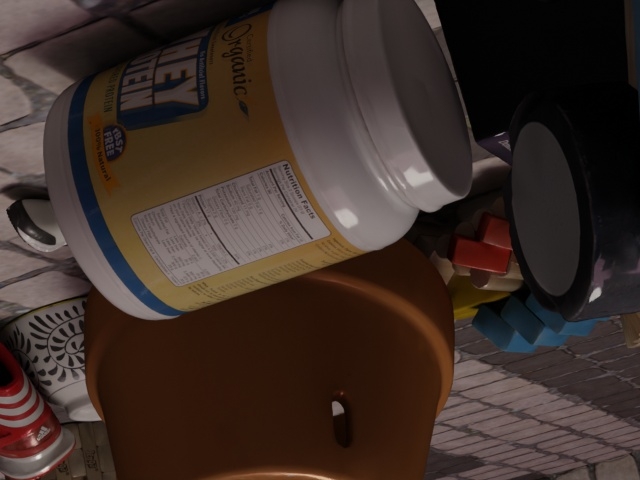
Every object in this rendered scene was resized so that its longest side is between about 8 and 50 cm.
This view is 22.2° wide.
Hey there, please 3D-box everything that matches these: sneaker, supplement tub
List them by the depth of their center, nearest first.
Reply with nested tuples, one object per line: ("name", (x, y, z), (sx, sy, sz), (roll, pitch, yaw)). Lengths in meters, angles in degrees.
("supplement tub", (-0.032, -0.049, 0.884), (0.199, 0.144, 0.144), (-19, 162, 20))
("sneaker", (-0.165, -0.016, 1.095), (0.044, 0.040, 0.109), (-40, 156, 24))
("sneaker", (-0.305, 0.120, 1.387), (0.221, 0.128, 0.087), (5, -144, 39))

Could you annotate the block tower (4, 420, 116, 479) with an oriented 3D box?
("block tower", (-0.177, 0.246, 1.823), (0.335, 0.097, 0.091), (-6, 163, -25))

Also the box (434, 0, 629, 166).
("box", (0.208, -0.100, 0.972), (0.184, 0.103, 0.261), (-22, 161, 22))

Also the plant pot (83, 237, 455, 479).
("plant pot", (-0.036, 0.141, 1.220), (0.290, 0.203, 0.291), (-2, 139, -2))

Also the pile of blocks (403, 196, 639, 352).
("pile of blocks", (0.182, 0.014, 1.233), (0.362, 0.149, 0.112), (-25, 159, 38))

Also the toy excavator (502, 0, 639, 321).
("toy excavator", (0.237, -0.149, 0.561), (0.222, 0.433, 0.445), (-8, -169, -15))

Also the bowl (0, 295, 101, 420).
("bowl", (-0.185, 0.107, 1.391), (0.170, 0.080, 0.170), (-11, 163, -3))
